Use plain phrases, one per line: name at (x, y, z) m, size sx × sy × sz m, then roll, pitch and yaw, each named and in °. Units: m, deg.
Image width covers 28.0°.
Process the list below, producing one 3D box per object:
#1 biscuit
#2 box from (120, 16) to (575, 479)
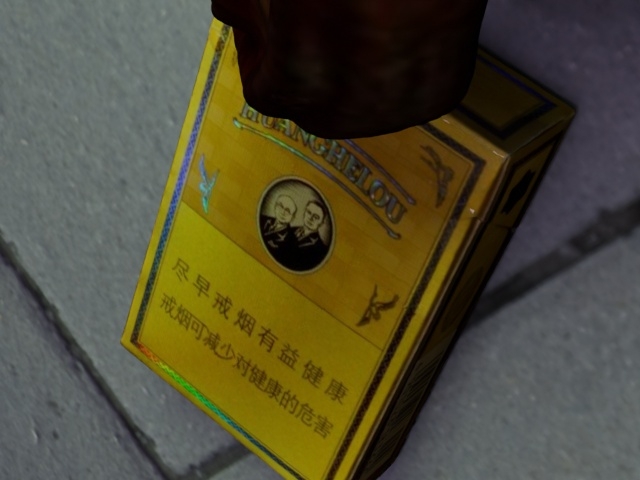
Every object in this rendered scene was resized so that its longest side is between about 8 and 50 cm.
biscuit at (-0.015, -0.239, 0.484) m, size 0.091 × 0.407 × 0.407 m, roll -7°, pitch 114°, yaw -4°
box at (0.000, 0.000, 0.777) m, size 0.193 × 0.084 × 0.301 m, roll 36°, pitch 130°, yaw 18°
